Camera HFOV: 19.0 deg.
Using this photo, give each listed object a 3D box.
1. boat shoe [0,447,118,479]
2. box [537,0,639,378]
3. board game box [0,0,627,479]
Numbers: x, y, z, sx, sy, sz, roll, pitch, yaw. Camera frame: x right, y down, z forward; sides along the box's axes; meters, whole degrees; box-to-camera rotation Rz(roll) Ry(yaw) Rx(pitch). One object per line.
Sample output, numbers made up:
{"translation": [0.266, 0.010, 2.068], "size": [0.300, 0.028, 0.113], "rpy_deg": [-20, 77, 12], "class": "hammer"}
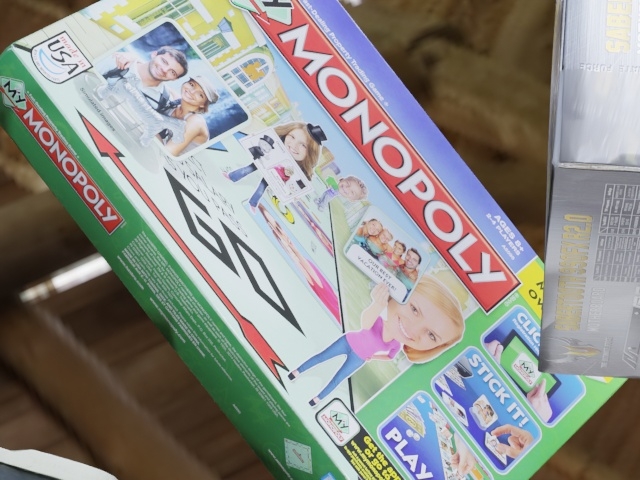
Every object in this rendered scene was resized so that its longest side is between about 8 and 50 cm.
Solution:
{"translation": [-0.332, 0.210, 1.556], "size": [0.127, 0.340, 0.113], "rpy_deg": [-17, -121, 54], "class": "boat shoe"}
{"translation": [0.122, -0.064, 0.786], "size": [0.231, 0.056, 0.183], "rpy_deg": [77, 18, -68], "class": "box"}
{"translation": [0.000, 0.000, 0.972], "size": [0.317, 0.213, 0.046], "rpy_deg": [52, -45, 2], "class": "board game box"}
